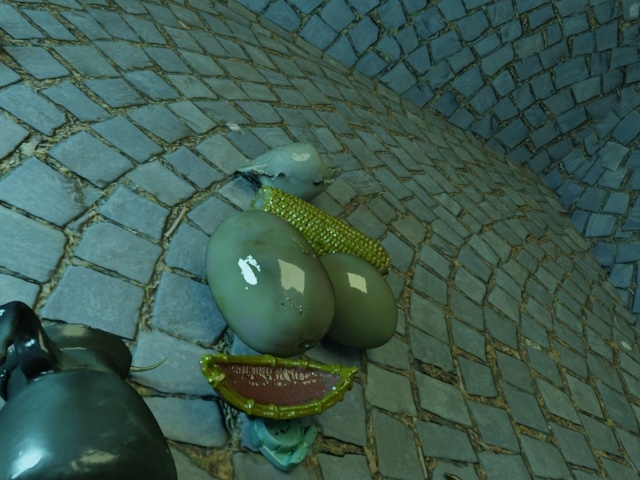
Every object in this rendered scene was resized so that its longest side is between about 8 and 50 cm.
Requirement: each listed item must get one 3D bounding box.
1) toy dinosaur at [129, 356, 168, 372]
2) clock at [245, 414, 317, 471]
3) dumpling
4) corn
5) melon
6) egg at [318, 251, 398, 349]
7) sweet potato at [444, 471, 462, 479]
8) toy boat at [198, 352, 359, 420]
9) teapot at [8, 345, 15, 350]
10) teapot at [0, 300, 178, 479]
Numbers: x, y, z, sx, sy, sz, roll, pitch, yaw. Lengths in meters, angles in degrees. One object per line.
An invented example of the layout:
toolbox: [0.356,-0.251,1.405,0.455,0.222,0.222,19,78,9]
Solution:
toy dinosaur: [-0.332,0.210,0.931,0.180,0.037,0.058,12,45,-35]
clock: [-0.077,0.330,1.031,0.135,0.041,0.101,39,31,1]
dumpling: [-0.093,-0.203,1.619,0.243,0.175,0.227,35,-1,-31]
corn: [0.000,0.000,1.452,0.388,0.144,0.143,28,33,-11]
melon: [-0.099,0.084,1.153,0.223,0.223,0.316,-2,48,-47]
egg: [0.064,0.134,1.294,0.241,0.186,0.186,46,31,-7]
sweet potato: [0.301,0.512,1.202,0.115,0.026,0.026,44,31,13]
toy boat: [-0.073,0.247,1.018,0.318,0.099,0.141,13,33,-35]
teapot: [-0.463,0.168,0.825,0.083,0.064,0.064,50,26,10]
teapot: [-0.341,0.219,0.727,0.305,0.223,0.285,40,13,-45]
